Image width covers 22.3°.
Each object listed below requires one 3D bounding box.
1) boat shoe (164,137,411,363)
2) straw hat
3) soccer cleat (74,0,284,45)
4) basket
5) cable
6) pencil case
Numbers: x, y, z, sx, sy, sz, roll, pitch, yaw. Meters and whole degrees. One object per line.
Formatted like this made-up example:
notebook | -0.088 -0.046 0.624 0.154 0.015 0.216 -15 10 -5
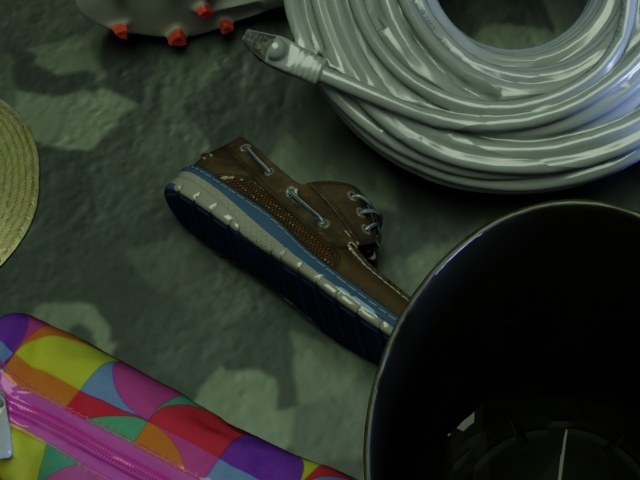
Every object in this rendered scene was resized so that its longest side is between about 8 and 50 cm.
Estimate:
boat shoe | 0.000 0.000 0.886 0.183 0.066 0.066 36 70 20
straw hat | -0.232 -0.045 0.930 0.144 0.061 0.144 -2 64 4
soccer cleat | -0.053 -0.169 0.979 0.196 0.068 0.076 -10 58 -8
basket | 0.105 0.124 0.724 0.154 0.227 0.204 6 64 9
cable | 0.107 -0.152 0.897 0.257 0.089 0.257 36 92 0
pencil case | -0.082 0.121 0.816 0.236 0.104 0.104 23 68 14
